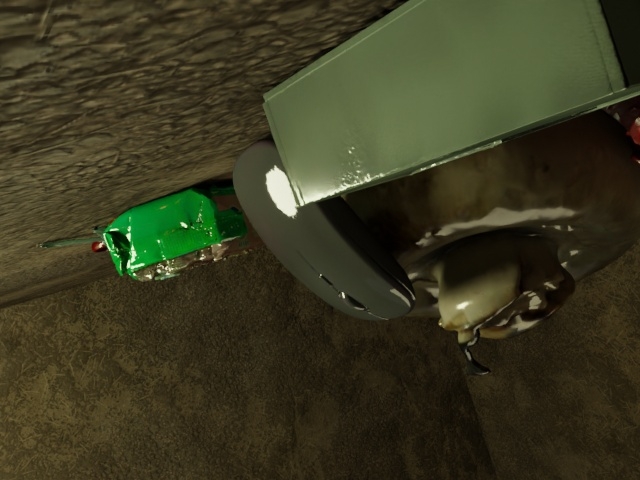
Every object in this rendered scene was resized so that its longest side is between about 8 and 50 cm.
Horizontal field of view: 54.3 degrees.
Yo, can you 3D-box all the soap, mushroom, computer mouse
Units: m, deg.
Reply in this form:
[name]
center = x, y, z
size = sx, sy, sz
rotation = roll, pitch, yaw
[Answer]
[soap]
center = -0.157, -0.014, 0.881
size = 0.218, 0.098, 0.273
rotation = -18, 180, 18
[mushroom]
center = 0.194, -0.001, 0.721
size = 0.363, 0.294, 0.362
rotation = -6, 152, -3
[computer mouse]
center = -0.001, 0.000, 0.625
size = 0.120, 0.232, 0.057
rotation = -20, -155, 54

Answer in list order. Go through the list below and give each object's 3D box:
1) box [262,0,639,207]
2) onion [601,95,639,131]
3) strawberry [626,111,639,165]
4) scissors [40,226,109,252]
[box]
center = 0.088, -0.097, 0.385
size = 0.130, 0.086, 0.225
rotation = -19, -179, -43
[onion]
center = 0.508, -0.200, 0.925
size = 0.195, 0.159, 0.159
rotation = -21, 179, 18
[strawberry]
center = 0.407, -0.111, 0.512
size = 0.274, 0.220, 0.274
rotation = -33, 169, -7
[scissors]
center = -0.320, -0.005, 0.947
size = 0.144, 0.017, 0.248
rotation = -18, 179, 6
